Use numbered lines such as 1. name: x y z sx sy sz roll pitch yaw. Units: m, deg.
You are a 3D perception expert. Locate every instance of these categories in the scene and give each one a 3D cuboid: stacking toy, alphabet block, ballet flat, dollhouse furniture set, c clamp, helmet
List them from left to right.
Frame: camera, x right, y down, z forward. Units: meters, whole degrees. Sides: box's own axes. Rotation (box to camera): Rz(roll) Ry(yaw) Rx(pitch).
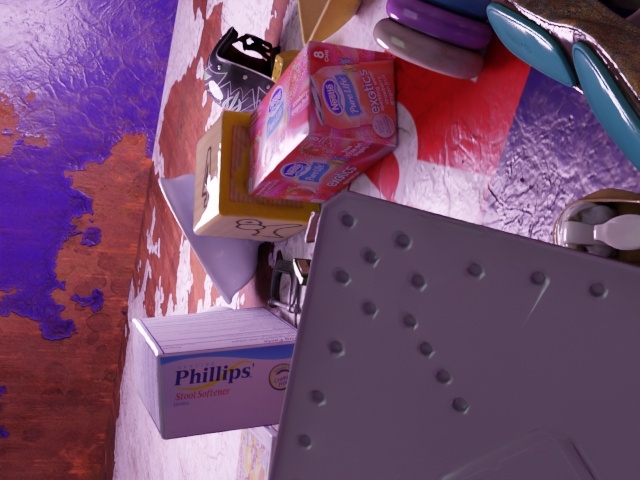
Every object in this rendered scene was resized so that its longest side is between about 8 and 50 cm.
1. helmet: -0.163 -0.343 1.827 0.169 0.169 0.161 139 149 -61
2. alphabet block: -0.119 -0.110 1.617 0.197 0.192 0.193 156 115 -66
3. c clamp: -0.070 0.104 1.669 0.160 0.022 0.137 -157 73 -68
4. dollhouse furniture set: 0.000 0.000 1.434 0.058 0.076 0.152 -113 34 -50
5. stacking toy: 0.179 -0.361 1.009 0.330 0.141 0.141 -69 25 20
6. ballet flat: 0.256 -0.010 0.768 0.232 0.073 0.080 176 97 -69
7. ballet flat: 0.259 -0.163 0.762 0.348 0.123 0.123 -114 35 -52

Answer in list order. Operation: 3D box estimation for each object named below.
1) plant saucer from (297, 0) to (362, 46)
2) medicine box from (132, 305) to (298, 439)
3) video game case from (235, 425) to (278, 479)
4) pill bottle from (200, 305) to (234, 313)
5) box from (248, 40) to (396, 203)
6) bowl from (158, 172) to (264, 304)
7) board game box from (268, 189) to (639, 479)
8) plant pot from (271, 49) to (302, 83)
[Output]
1. plant saucer: 0.047 -0.534 1.434 0.333 0.081 0.333 125 145 -52
2. medicine box: -0.182 0.225 1.574 0.289 0.263 0.149 -158 65 -68
3. video game case: -0.127 0.465 1.727 0.206 0.026 0.227 -166 82 -69
4. pill bottle: -0.245 0.236 1.944 0.229 0.131 0.131 136 135 -60
5. box: -0.006 -0.177 1.398 0.300 0.142 0.154 147 126 -64
6. bowl: -0.206 -0.027 1.822 0.298 0.134 0.298 60 176 7
7. board game box: 0.155 0.193 0.637 0.050 0.390 0.390 -28 -49 -67
8. plant pot: -0.041 -0.304 1.604 0.081 0.083 0.081 -130 49 -61
